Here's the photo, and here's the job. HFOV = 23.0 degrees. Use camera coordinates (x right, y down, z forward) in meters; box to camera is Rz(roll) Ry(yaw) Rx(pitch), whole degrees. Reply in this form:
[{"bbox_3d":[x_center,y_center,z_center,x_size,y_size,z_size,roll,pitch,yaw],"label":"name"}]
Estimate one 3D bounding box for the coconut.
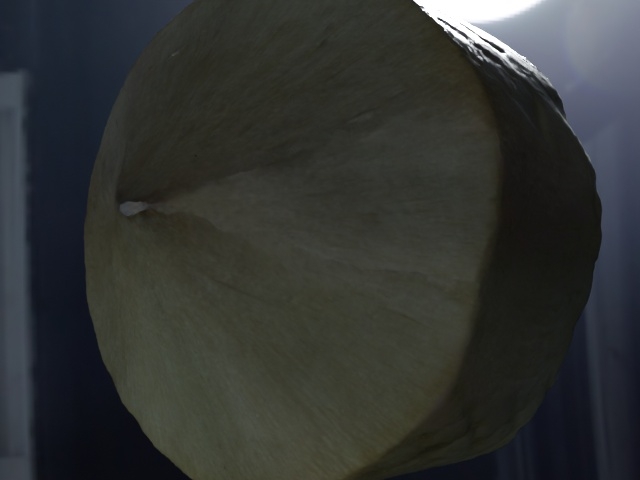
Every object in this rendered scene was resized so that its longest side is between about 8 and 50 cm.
[{"bbox_3d":[0.000,0.000,0.885,0.329,0.329,0.328,0,-90,61],"label":"coconut"}]
